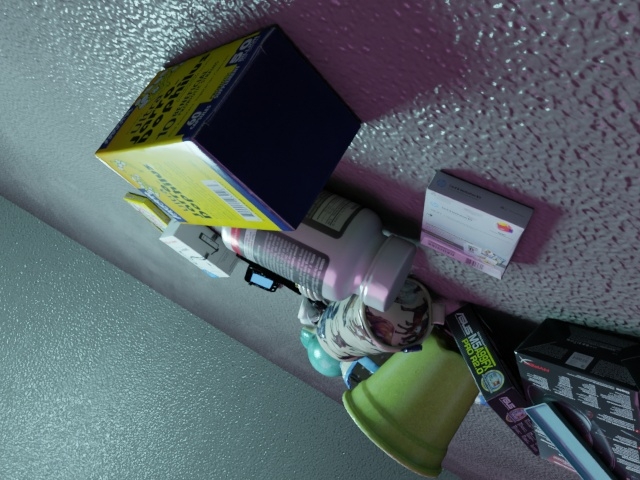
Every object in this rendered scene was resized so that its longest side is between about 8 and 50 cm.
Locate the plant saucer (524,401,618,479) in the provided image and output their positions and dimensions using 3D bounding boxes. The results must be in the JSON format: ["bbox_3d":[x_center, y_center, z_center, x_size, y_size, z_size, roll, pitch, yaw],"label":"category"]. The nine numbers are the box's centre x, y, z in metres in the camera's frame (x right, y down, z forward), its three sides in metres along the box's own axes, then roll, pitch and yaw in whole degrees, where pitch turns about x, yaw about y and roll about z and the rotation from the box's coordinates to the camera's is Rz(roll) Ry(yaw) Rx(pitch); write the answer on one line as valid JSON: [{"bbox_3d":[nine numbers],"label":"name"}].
[{"bbox_3d":[0.432,0.354,1.075,0.192,0.018,0.067,50,151,8],"label":"plant saucer"}]

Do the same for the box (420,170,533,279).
[{"bbox_3d":[0.226,-0.018,0.950,0.145,0.038,0.186,25,161,17],"label":"box"}]

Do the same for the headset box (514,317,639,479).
[{"bbox_3d":[0.479,0.301,1.085,0.218,0.110,0.293,12,130,50],"label":"headset box"}]

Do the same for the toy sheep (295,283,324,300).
[{"bbox_3d":[-0.004,0.107,1.545,0.132,0.091,0.091,2,149,28],"label":"toy sheep"}]

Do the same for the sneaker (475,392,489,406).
[{"bbox_3d":[0.445,0.393,1.619,0.085,0.058,0.152,20,153,16],"label":"sneaker"}]

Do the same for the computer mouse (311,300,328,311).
[{"bbox_3d":[0.068,0.212,1.757,0.193,0.042,0.106,13,153,43],"label":"computer mouse"}]

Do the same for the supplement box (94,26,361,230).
[{"bbox_3d":[-0.153,-0.150,0.952,0.195,0.194,0.357,43,158,-31],"label":"supplement box"}]

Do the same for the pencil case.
[{"bbox_3d":[0.118,0.190,1.444,0.184,0.159,0.410,19,163,-9],"label":"pencil case"}]

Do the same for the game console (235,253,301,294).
[{"bbox_3d":[-0.144,0.099,1.794,0.213,0.043,0.361,32,162,-1],"label":"game console"}]

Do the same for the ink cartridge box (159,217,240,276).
[{"bbox_3d":[-0.346,0.017,1.827,0.203,0.085,0.148,38,160,-21],"label":"ink cartridge box"}]

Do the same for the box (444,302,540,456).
[{"bbox_3d":[0.364,0.279,1.263,0.270,0.060,0.216,46,-164,-37],"label":"box"}]

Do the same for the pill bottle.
[{"bbox_3d":[0.000,0.000,1.125,0.319,0.176,0.176,26,160,16],"label":"pill bottle"}]

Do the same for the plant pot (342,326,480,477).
[{"bbox_3d":[0.235,0.339,1.431,0.276,0.253,0.276,36,-174,-5],"label":"plant pot"}]

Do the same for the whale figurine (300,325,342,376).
[{"bbox_3d":[0.012,0.366,2.072,0.216,0.141,0.272,38,161,-19],"label":"whale figurine"}]

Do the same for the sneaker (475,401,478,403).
[{"bbox_3d":[0.462,0.437,1.729,0.069,0.038,0.098,24,160,22],"label":"sneaker"}]

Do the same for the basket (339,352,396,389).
[{"bbox_3d":[0.195,0.379,1.735,0.255,0.201,0.289,38,170,-15],"label":"basket"}]

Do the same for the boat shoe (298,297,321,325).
[{"bbox_3d":[-0.029,0.222,1.903,0.063,0.066,0.184,14,156,8],"label":"boat shoe"}]

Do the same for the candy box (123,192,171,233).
[{"bbox_3d":[-0.504,-0.070,1.940,0.105,0.027,0.206,12,153,37],"label":"candy box"}]
